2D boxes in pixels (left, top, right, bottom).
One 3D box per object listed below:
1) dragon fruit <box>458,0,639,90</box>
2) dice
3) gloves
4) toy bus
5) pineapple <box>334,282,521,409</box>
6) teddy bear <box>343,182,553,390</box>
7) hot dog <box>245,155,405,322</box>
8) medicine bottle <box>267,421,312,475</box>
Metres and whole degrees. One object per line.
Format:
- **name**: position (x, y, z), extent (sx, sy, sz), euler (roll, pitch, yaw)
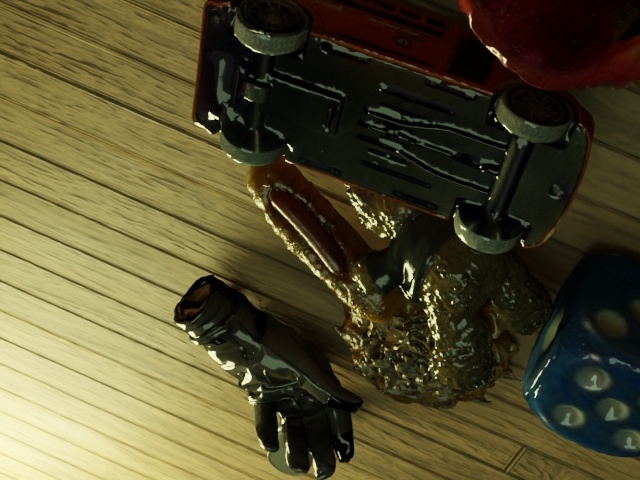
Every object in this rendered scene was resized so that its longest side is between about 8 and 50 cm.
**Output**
- **dragon fruit**: position (0.206, -0.198, 0.709), extent (0.262, 0.134, 0.211), euler (-23, 141, -4)
- **dice**: position (0.286, 0.111, 0.939), extent (0.146, 0.146, 0.143), euler (21, 136, 5)
- **gloves**: position (-0.053, 0.156, 1.152), extent (0.142, 0.119, 0.285), euler (-29, 99, 39)
- **toy bus**: position (0.064, -0.120, 0.826), extent (0.329, 0.153, 0.143), euler (20, 133, 8)
- **pineapple**: position (0.111, 0.117, 1.070), extent (0.224, 0.076, 0.225), euler (11, 134, 12)
- **teddy bear**: position (0.127, 0.013, 0.918), extent (0.251, 0.182, 0.129), euler (54, 174, -3)
- **hot dog**: position (0.000, 0.000, 0.991), extent (0.066, 0.047, 0.216), euler (-40, 90, 19)
- **medicine bottle**: position (-0.026, 0.245, 1.228), extent (0.058, 0.091, 0.058), euler (12, 133, 13)
